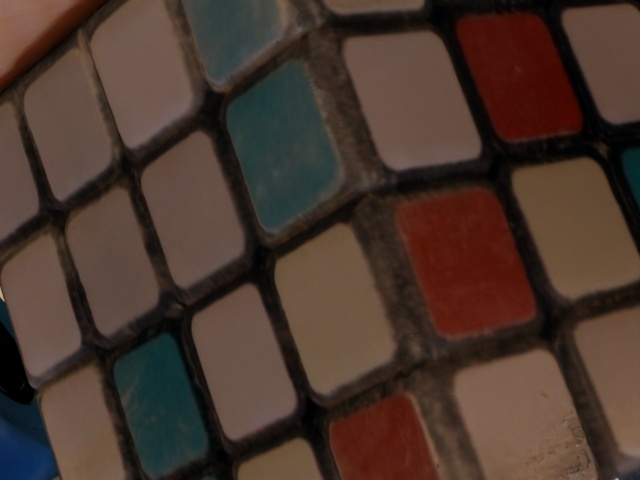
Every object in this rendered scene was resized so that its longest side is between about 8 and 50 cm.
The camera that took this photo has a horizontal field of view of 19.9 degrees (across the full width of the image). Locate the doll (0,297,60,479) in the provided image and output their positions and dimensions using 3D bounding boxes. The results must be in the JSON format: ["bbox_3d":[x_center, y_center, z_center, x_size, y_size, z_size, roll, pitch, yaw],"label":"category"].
[{"bbox_3d":[-0.286,0.132,0.899,0.310,0.240,0.284,-35,125,9],"label":"doll"}]

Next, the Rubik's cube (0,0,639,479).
[{"bbox_3d":[0.036,0.009,0.773,0.253,0.256,0.259,-10,164,-41],"label":"Rubik's cube"}]
